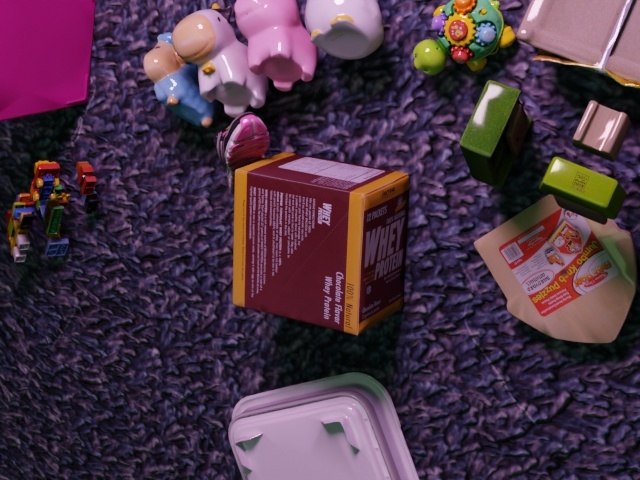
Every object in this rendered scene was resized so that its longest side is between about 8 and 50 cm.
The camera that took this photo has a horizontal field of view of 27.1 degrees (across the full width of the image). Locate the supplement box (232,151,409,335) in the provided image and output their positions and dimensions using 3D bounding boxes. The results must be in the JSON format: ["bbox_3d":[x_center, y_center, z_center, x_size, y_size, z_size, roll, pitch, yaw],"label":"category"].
[{"bbox_3d":[0.000,0.000,1.756,0.194,0.129,0.191,12,110,28],"label":"supplement box"}]

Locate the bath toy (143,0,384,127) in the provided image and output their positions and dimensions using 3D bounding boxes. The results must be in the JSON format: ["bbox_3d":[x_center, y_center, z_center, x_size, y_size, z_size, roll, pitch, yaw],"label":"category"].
[{"bbox_3d":[-0.071,-0.271,1.728,0.348,0.151,0.129,-17,52,35],"label":"bath toy"}]

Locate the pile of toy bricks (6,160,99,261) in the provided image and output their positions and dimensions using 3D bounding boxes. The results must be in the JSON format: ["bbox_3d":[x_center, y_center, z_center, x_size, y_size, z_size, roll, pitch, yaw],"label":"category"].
[{"bbox_3d":[-0.414,-0.070,2.013,0.212,0.118,0.105,-61,43,46],"label":"pile of toy bricks"}]

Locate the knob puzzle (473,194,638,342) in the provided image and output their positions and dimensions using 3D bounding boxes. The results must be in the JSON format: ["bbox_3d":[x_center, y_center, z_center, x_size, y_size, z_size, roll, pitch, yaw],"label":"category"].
[{"bbox_3d":[0.311,0.040,1.643,0.213,0.030,0.213,9,108,28],"label":"knob puzzle"}]

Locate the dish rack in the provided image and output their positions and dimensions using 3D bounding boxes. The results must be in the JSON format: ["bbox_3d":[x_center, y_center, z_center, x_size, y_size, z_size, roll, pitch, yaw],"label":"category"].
[{"bbox_3d":[0.010,0.370,1.899,0.286,0.072,0.332,-17,96,33],"label":"dish rack"}]

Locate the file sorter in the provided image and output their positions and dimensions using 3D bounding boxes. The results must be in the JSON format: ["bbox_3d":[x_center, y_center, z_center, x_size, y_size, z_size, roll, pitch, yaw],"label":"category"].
[{"bbox_3d":[-0.485,-0.291,1.866,0.182,0.291,0.202,20,114,28],"label":"file sorter"}]

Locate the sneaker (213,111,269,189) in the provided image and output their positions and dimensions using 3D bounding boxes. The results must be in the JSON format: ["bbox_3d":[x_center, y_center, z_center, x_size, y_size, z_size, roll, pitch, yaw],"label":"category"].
[{"bbox_3d":[-0.112,-0.134,1.790,0.170,0.063,0.074,101,146,-66],"label":"sneaker"}]

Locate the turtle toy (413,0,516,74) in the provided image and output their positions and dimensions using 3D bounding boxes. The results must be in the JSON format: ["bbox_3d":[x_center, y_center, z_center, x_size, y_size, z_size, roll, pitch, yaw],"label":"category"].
[{"bbox_3d":[0.169,-0.250,1.618,0.130,0.066,0.095,-39,83,33],"label":"turtle toy"}]

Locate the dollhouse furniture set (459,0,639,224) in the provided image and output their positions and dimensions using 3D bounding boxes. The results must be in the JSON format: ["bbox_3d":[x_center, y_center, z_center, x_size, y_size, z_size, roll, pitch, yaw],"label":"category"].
[{"bbox_3d":[0.317,-0.188,1.548,0.198,0.151,0.301,24,86,17],"label":"dollhouse furniture set"}]
